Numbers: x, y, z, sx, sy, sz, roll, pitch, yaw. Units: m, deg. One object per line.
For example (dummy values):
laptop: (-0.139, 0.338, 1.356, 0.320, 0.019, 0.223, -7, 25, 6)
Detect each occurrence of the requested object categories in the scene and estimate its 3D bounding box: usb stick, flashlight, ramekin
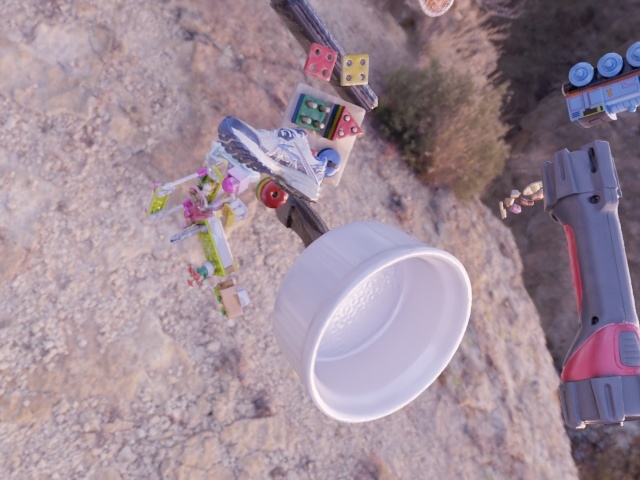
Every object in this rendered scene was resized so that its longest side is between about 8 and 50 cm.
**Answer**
usb stick: (0.010, -0.325, 1.298, 0.045, 0.077, 0.278, -53, 130, -10)
flashlight: (0.301, 0.052, 0.829, 0.103, 0.103, 0.304, 34, 48, -60)
ramekin: (0.066, 0.106, 1.055, 0.277, 0.277, 0.135, 19, 15, -42)

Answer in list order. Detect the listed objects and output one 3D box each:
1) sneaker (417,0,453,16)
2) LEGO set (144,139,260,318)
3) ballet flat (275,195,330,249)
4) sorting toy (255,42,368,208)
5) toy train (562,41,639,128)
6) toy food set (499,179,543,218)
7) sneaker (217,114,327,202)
sneaker: (0.203, -0.635, 1.608, 0.302, 0.108, 0.121, 63, 4, -47)
LEGO set: (-0.164, -0.007, 0.997, 0.107, 0.287, 0.132, -28, 54, -35)
ballet flat: (0.000, 0.000, 1.223, 0.058, 0.084, 0.250, -7, 43, -32)
sorting toy: (0.006, -0.166, 1.145, 0.132, 0.275, 0.046, 16, 9, -34)
toy train: (0.507, -0.263, 1.269, 0.080, 0.184, 0.105, 8, 71, -53)
toy food set: (0.485, -0.101, 1.787, 0.019, 0.122, 0.078, -115, -179, -48)
sneaker: (-0.044, -0.091, 0.728, 0.135, 0.052, 0.058, 34, 78, -42)
